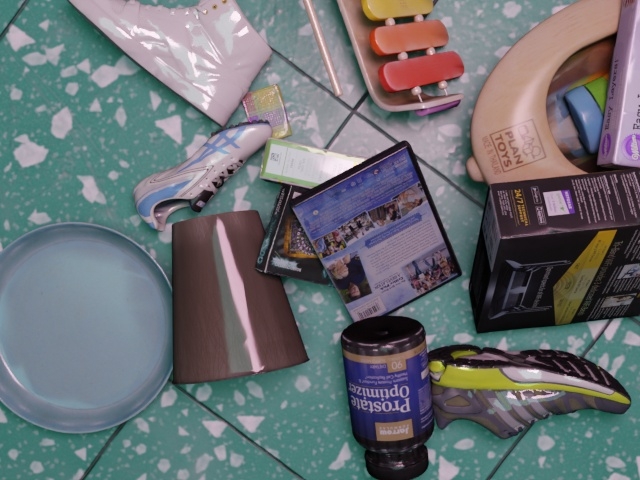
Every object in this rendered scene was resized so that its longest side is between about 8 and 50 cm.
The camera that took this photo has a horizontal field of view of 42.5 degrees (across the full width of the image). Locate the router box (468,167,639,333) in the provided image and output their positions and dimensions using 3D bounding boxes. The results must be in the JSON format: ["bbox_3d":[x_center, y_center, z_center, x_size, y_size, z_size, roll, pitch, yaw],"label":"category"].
[{"bbox_3d":[0.334,0.022,1.096,0.242,0.309,0.081,-6,62,1],"label":"router box"}]

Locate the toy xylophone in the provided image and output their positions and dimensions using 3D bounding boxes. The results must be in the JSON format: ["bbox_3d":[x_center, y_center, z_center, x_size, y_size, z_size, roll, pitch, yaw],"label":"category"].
[{"bbox_3d":[0.081,-0.312,1.148,0.081,0.236,0.323,-18,101,42],"label":"toy xylophone"}]

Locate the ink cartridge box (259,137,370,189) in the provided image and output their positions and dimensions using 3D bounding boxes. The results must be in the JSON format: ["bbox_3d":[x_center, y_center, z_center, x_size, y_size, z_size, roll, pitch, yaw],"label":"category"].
[{"bbox_3d":[0.022,-0.097,1.195,0.209,0.109,0.062,11,93,1],"label":"ink cartridge box"}]

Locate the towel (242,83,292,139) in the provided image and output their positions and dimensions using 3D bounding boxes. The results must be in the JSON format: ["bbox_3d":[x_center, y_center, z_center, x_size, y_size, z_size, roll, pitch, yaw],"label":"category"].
[{"bbox_3d":[-0.081,-0.191,1.243,0.060,0.009,0.083,-18,92,1],"label":"towel"}]

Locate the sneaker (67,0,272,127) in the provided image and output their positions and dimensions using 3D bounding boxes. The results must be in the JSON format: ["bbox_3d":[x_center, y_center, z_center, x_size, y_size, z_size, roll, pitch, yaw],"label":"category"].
[{"bbox_3d":[-0.212,-0.318,1.201,0.292,0.108,0.169,36,91,-10],"label":"sneaker"}]

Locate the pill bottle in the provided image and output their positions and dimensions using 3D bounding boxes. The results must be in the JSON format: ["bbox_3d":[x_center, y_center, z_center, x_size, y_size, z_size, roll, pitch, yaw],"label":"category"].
[{"bbox_3d":[0.101,0.228,1.191,0.122,0.123,0.219,-7,104,2],"label":"pill bottle"}]

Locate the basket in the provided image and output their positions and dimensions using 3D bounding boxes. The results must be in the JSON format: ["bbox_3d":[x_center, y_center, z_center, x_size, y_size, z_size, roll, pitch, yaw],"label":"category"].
[{"bbox_3d":[-0.132,0.077,1.188,0.204,0.154,0.227,-9,88,12],"label":"basket"}]

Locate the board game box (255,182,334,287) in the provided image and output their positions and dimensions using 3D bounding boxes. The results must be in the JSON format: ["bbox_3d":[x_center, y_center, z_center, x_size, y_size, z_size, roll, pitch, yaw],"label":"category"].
[{"bbox_3d":[0.000,0.000,1.181,0.186,0.026,0.126,16,93,-43],"label":"board game box"}]

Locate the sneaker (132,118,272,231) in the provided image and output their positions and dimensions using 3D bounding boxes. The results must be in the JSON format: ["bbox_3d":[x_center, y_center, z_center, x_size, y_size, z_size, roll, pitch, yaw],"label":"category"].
[{"bbox_3d":[-0.165,-0.096,1.209,0.237,0.085,0.086,-32,78,8],"label":"sneaker"}]

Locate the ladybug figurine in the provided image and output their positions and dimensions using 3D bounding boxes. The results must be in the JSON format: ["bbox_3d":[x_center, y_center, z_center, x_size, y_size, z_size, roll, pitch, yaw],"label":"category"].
[{"bbox_3d":[0.409,-0.186,1.154,0.449,0.162,0.305,-20,92,2],"label":"ladybug figurine"}]

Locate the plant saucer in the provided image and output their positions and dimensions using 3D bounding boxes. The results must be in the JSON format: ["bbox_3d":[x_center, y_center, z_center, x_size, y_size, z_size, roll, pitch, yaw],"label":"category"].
[{"bbox_3d":[-0.366,0.130,1.247,0.317,0.044,0.318,0,91,1],"label":"plant saucer"}]

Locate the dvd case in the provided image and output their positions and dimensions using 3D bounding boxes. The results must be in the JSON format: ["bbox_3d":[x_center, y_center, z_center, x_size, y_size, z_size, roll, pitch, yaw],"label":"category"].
[{"bbox_3d":[0.086,-0.001,1.171,0.180,0.022,0.253,-28,125,0],"label":"dvd case"}]

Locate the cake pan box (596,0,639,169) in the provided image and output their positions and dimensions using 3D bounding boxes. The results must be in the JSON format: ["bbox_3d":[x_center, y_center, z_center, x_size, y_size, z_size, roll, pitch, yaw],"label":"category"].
[{"bbox_3d":[0.494,-0.198,1.039,0.245,0.070,0.267,9,93,3],"label":"cake pan box"}]

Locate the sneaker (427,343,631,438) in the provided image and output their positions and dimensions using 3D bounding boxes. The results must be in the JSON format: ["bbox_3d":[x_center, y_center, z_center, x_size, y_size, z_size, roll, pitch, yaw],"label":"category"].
[{"bbox_3d":[0.301,0.229,1.214,0.299,0.111,0.121,6,105,5],"label":"sneaker"}]
